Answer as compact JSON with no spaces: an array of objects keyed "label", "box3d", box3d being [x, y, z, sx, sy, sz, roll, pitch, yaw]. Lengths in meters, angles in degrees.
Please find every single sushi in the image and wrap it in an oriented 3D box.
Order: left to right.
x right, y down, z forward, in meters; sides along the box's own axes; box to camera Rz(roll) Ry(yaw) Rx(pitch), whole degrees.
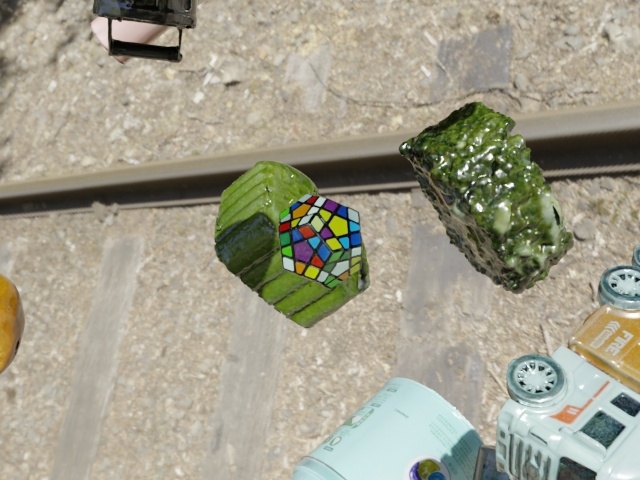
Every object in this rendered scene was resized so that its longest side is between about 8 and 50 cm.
[{"label":"sushi","box3d":[0.328,-0.072,1.309,0.178,0.352,0.294,-35,26,0]}]

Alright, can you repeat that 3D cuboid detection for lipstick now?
[{"label":"lipstick","box3d":[-0.231,-0.428,1.140,0.327,0.087,0.087,-37,52,7]}]

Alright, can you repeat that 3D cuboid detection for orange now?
[{"label":"orange","box3d":[-0.640,0.135,1.179,0.183,0.249,0.249,38,94,42]}]

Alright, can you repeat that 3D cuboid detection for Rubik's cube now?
[{"label":"Rubik's cube","box3d":[0.000,0.000,0.935,0.112,0.133,0.133,-4,63,2]}]

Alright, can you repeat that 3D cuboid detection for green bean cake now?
[{"label":"green bean cake","box3d":[-0.065,-0.004,1.558,0.218,0.319,0.335,-38,33,18]}]

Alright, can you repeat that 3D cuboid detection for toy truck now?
[{"label":"toy truck","box3d":[0.303,0.148,0.635,0.338,0.133,0.184,-36,46,-24]}]

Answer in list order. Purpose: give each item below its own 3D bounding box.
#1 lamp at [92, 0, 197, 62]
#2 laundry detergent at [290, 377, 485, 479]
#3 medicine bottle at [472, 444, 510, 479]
[{"label":"lamp","box3d":[-0.159,-0.286,0.635,0.172,0.147,0.227,-139,52,-70]},{"label":"laundry detergent","box3d":[0.117,0.456,1.254,0.305,0.287,0.287,-36,43,-27]},{"label":"medicine bottle","box3d":[0.237,0.341,0.898,0.080,0.080,0.130,6,78,38]}]
